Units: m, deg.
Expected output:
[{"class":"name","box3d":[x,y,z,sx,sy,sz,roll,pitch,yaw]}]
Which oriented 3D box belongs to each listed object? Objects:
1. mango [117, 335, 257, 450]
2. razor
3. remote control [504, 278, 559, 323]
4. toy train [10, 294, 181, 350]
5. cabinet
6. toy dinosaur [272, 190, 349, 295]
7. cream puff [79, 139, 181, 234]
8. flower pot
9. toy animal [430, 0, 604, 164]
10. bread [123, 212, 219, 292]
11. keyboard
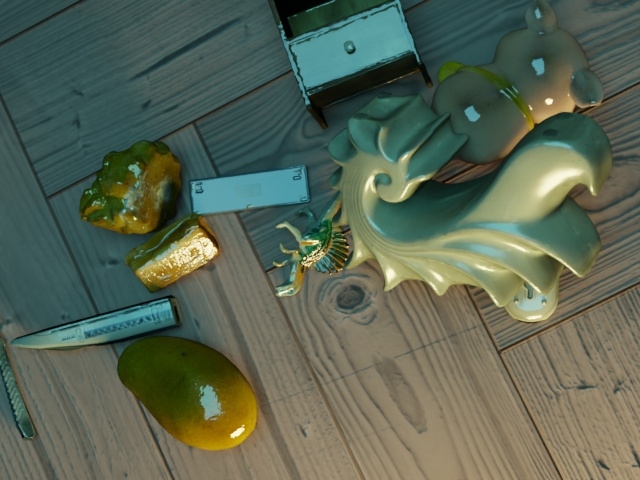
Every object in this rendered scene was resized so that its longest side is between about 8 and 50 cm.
[{"class":"mango","box3d":[-0.188,0.209,1.945,0.227,0.099,0.136,29,96,20]},{"class":"razor","box3d":[-0.458,0.203,2.022,0.066,0.033,0.190,-34,79,50]},{"class":"remote control","box3d":[0.294,0.004,1.911,0.078,0.042,0.221,2,84,9]},{"class":"toy train","box3d":[-0.327,0.133,1.997,0.252,0.055,0.048,-15,91,8]},{"class":"cabinet","box3d":[0.036,-0.297,1.936,0.175,0.148,0.215,-20,82,7]},{"class":"toy dinosaur","box3d":[0.000,0.000,1.967,0.187,0.044,0.106,-31,93,-8]},{"class":"cream puff","box3d":[-0.275,-0.075,1.977,0.116,0.146,0.146,6,84,28]},{"class":"flower pot","box3d":[0.193,-0.050,1.804,0.368,0.164,0.254,9,121,26]},{"class":"toy animal","box3d":[0.251,-0.200,1.897,0.248,0.149,0.165,-36,94,15]},{"class":"bread","box3d":[-0.212,0.018,1.978,0.132,0.074,0.053,-33,39,7]},{"class":"keyboard","box3d":[-0.103,-0.072,2.001,0.176,0.014,0.055,-8,83,9]}]
